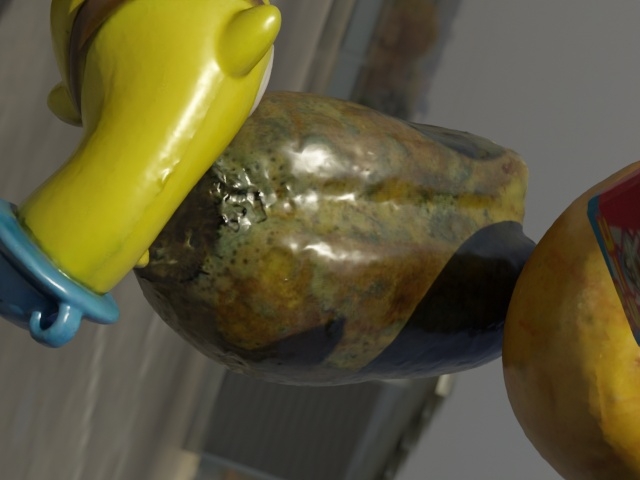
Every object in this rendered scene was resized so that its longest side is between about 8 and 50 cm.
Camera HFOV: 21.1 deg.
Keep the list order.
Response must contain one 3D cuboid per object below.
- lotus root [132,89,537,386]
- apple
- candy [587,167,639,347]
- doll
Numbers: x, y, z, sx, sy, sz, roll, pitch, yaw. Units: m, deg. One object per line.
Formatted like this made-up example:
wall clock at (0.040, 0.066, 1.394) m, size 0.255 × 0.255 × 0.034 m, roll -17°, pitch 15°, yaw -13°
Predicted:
lotus root at (0.000, 0.000, 1.382) m, size 0.250 × 0.346 × 0.250 m, roll -8°, pitch -101°, yaw 45°
apple at (0.284, 0.072, 1.288) m, size 0.275 × 0.299 × 0.299 m, roll -56°, pitch 166°, yaw -76°
candy at (0.243, -0.016, 0.855) m, size 0.306 × 0.157 × 0.100 m, roll 103°, pitch -31°, yaw -84°
doll at (-0.115, -0.094, 1.104) m, size 0.199 × 0.145 × 0.363 m, roll -10°, pitch -126°, yaw 44°
